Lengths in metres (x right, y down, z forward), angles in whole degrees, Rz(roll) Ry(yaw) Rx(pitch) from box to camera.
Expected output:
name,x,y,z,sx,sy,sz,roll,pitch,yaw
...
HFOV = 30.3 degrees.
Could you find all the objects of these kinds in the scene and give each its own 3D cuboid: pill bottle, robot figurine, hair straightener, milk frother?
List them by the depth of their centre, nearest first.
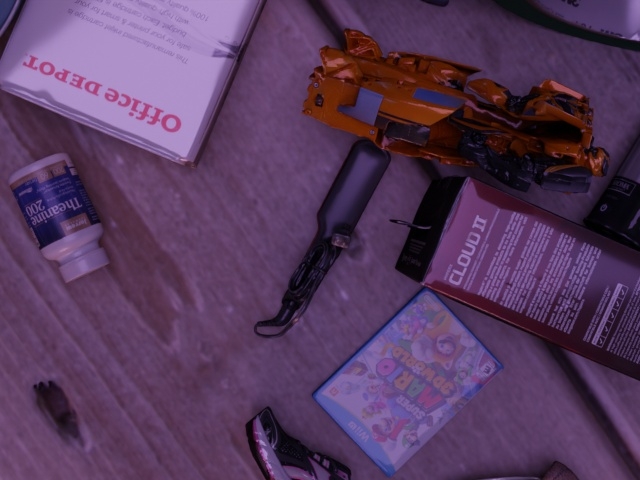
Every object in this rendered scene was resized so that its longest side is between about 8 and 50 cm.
name,x,y,z,sx,sy,sz,roll,pitch,yaw
robot figurine,0.139,-0.123,1.138,0.291,0.211,0.085,16,113,7
pill bottle,-0.259,-0.022,1.184,0.067,0.067,0.120,-25,92,-3
hair straightener,0.000,0.000,1.187,0.047,0.089,0.230,33,89,-5
milk frother,0.369,-0.034,1.214,0.143,0.129,0.135,34,89,-46

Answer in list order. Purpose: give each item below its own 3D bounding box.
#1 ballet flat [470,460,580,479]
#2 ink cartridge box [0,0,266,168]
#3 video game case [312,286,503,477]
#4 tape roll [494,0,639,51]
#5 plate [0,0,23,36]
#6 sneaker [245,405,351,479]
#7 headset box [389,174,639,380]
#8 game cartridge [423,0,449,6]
name,x,y,z,sx,sy,sz,roll,pitch,yaw
ballet flat,0.129,0.310,1.203,0.316,0.107,0.106,-20,71,-8
ink cartridge box,-0.166,-0.237,1.162,0.207,0.117,0.283,23,89,-3
video game case,0.091,0.147,1.230,0.166,0.015,0.119,-44,93,-2
tape roll,0.312,-0.242,1.087,0.321,0.321,0.077,12,90,-3
plate,-0.326,-0.247,1.148,0.024,0.188,0.188,23,89,-45
sneaker,-0.010,0.242,1.208,0.077,0.072,0.178,-31,100,-14
headset box,0.206,0.032,1.134,0.293,0.218,0.110,24,91,-4
game cartridge,0.172,-0.414,1.124,0.068,0.230,0.355,20,90,-3
